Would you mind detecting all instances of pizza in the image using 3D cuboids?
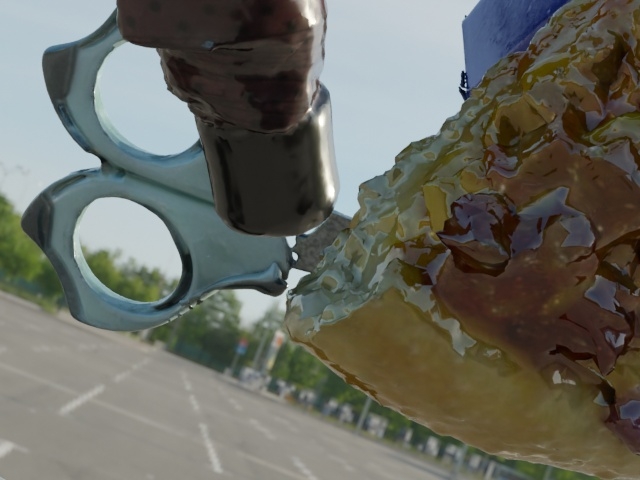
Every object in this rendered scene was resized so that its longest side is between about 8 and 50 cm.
[{"bbox_3d":[0.140,-0.024,0.381,0.289,0.229,0.081,4,15,-12],"label":"pizza"}]

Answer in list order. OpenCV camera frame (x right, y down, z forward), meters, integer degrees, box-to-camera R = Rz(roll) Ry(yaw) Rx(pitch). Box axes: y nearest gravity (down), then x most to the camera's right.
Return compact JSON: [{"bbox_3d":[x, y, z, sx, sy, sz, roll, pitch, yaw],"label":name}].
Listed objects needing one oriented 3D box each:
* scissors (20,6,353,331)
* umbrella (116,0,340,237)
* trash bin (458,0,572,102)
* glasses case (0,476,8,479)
[{"bbox_3d":[-0.001,0.000,0.635,0.360,0.191,0.029,20,19,18],"label":"scissors"},{"bbox_3d":[-0.043,-0.142,0.415,0.094,0.326,0.090,-6,32,3],"label":"umbrella"},{"bbox_3d":[0.234,-0.192,1.037,0.162,0.184,0.234,20,-38,-25],"label":"trash bin"},{"bbox_3d":[-0.106,0.163,0.582,0.170,0.041,0.065,31,17,-13],"label":"glasses case"}]
